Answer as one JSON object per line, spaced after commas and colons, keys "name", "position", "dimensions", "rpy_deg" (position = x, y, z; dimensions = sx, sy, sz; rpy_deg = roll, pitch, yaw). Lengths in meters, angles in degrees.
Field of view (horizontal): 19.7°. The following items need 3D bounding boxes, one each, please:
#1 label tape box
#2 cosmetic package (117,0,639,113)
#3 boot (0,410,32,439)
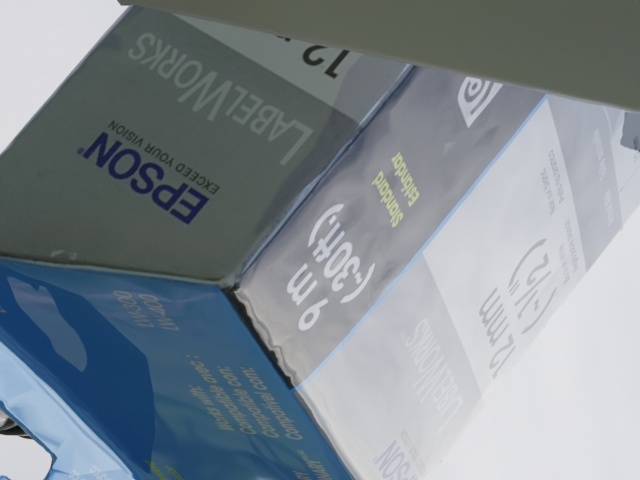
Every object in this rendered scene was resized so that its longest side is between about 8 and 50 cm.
{"name": "label tape box", "position": [0.000, 0.000, 0.696], "dimensions": [0.115, 0.347, 0.249], "rpy_deg": [31, -15, 26]}
{"name": "cosmetic package", "position": [0.117, -0.135, 0.407], "dimensions": [0.366, 0.197, 0.155], "rpy_deg": [17, -42, 39]}
{"name": "boot", "position": [-0.243, 0.008, 0.977], "dimensions": [0.338, 0.223, 0.118], "rpy_deg": [46, -68, 32]}
